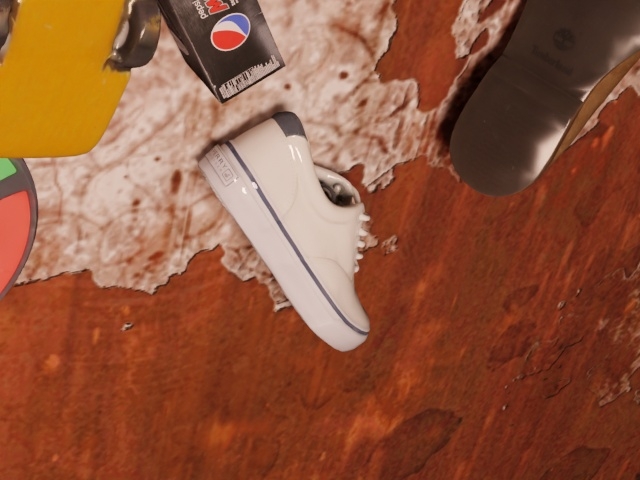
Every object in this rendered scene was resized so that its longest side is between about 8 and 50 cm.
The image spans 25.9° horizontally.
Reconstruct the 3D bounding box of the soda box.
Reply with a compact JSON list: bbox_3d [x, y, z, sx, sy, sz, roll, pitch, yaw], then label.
[{"bbox_3d":[-0.080,-0.168,0.885,0.053,0.060,0.169,-33,141,-8],"label":"soda box"}]

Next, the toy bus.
[{"bbox_3d":[-0.140,-0.196,0.751,0.108,0.130,0.332,-2,130,-36],"label":"toy bus"}]

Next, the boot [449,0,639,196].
[{"bbox_3d":[0.219,-0.169,1.115,0.305,0.112,0.115,-52,167,15],"label":"boot"}]

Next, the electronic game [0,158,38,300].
[{"bbox_3d":[-0.293,0.004,0.901,0.229,0.048,0.229,-21,139,-20],"label":"electronic game"}]

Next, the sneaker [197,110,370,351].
[{"bbox_3d":[0.000,0.000,1.091,0.091,0.094,0.258,-33,141,1],"label":"sneaker"}]
